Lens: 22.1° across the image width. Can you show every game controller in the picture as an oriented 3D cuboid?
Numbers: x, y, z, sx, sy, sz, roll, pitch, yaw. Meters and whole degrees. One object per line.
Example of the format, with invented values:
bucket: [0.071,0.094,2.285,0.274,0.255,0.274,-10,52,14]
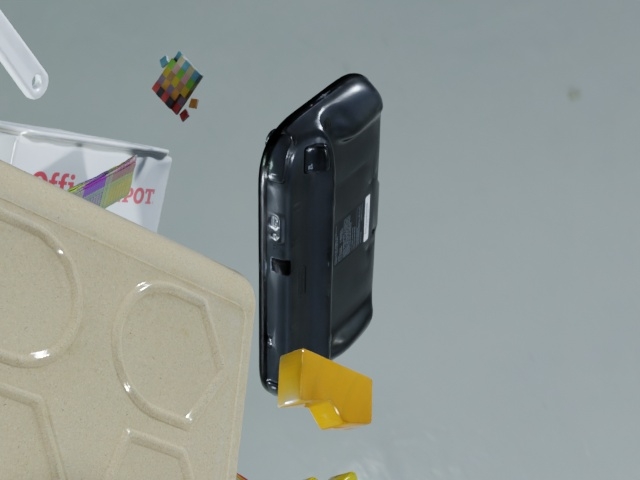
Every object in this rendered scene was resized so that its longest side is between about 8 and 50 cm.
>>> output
game controller: [0.000,0.000,1.543,0.067,0.319,0.166,19,41,20]

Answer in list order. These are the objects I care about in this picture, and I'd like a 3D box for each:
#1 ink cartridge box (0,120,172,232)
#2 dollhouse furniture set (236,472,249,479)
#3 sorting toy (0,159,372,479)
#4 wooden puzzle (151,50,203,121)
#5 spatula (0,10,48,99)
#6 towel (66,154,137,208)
ink cartridge box: [-0.312,0.074,1.621,0.160,0.279,0.384,15,95,25]
dollhouse furniture set: [-0.132,0.356,1.304,0.201,0.152,0.374,29,70,34]
sorting toy: [-0.092,0.100,0.850,0.041,0.307,0.229,-22,54,39]
wooden puzzle: [-0.145,-0.160,1.661,0.049,0.006,0.083,-55,50,14]
spatula: [-0.155,-0.183,0.785,0.019,0.242,0.168,18,67,25]
towel: [-0.198,-0.042,1.455,0.083,0.060,0.009,-32,71,-31]
